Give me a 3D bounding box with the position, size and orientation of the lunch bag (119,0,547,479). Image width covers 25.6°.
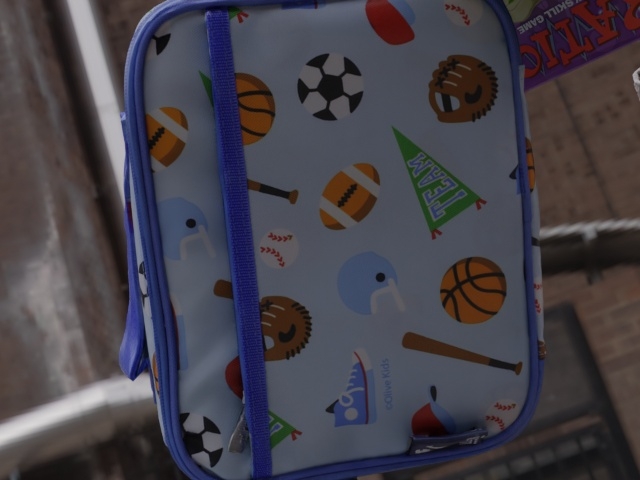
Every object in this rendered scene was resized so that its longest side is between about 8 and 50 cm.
[{"bbox_3d":[0.000,0.000,0.815,0.243,0.303,0.115,-6,10,-10],"label":"lunch bag"}]

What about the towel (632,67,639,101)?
[{"bbox_3d":[0.443,-0.090,1.295,0.282,0.049,0.187,1,-44,33],"label":"towel"}]

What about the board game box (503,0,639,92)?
[{"bbox_3d":[0.163,-0.227,1.002,0.346,0.208,0.056,-25,22,24],"label":"board game box"}]
